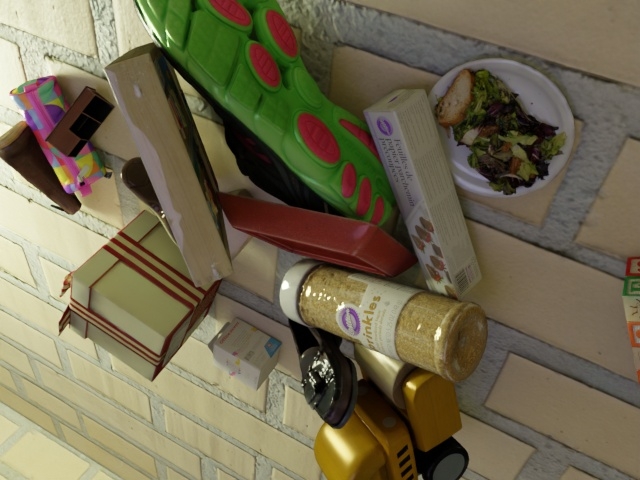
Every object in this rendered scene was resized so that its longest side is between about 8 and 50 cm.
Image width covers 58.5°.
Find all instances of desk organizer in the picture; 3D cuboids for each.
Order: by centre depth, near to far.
[{"bbox_3d":[-0.452,-0.222,1.078,0.050,0.047,0.130,39,94,-5],"label":"desk organizer"}]

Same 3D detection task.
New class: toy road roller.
[{"bbox_3d":[0.105,0.325,1.025,0.202,0.240,0.330,37,146,56],"label":"toy road roller"}]

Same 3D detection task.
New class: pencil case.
[{"bbox_3d":[-0.521,-0.209,1.150,0.104,0.104,0.236,-1,124,34],"label":"pencil case"}]

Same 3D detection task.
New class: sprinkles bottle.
[{"bbox_3d":[0.089,0.118,0.935,0.355,0.121,0.121,13,132,44],"label":"sprinkles bottle"}]

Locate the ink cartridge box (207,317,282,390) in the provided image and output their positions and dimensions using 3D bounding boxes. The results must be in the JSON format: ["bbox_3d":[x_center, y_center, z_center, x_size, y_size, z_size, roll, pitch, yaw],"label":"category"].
[{"bbox_3d":[-0.176,0.254,1.304,0.143,0.092,0.090,28,136,14],"label":"ink cartridge box"}]

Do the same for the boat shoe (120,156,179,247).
[{"bbox_3d":[-0.280,-0.060,1.133,0.257,0.095,0.095,51,172,-8],"label":"boat shoe"}]

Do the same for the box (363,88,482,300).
[{"bbox_3d":[0.155,-0.057,0.827,0.063,0.067,0.324,16,139,51],"label":"box"}]

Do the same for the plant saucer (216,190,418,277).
[{"bbox_3d":[0.000,0.000,0.892,0.258,0.048,0.259,13,173,25],"label":"plant saucer"}]

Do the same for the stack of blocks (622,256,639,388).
[{"bbox_3d":[0.522,0.163,0.764,0.171,0.087,0.297,-4,122,36],"label":"stack of blocks"}]

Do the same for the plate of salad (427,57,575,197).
[{"bbox_3d":[0.224,-0.137,0.747,0.199,0.048,0.200,18,132,21],"label":"plate of salad"}]

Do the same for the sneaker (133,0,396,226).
[{"bbox_3d":[-0.089,-0.176,0.796,0.202,0.185,0.483,-12,128,47],"label":"sneaker"}]

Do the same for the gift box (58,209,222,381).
[{"bbox_3d":[-0.396,0.129,1.234,0.258,0.255,0.276,35,133,2],"label":"gift box"}]

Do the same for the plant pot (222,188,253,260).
[{"bbox_3d":[-0.164,-0.033,1.057,0.096,0.109,0.109,-32,104,34],"label":"plant pot"}]

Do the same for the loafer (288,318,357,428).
[{"bbox_3d":[-0.010,0.218,1.024,0.095,0.302,0.109,27,105,-15],"label":"loafer"}]

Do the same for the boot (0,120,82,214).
[{"bbox_3d":[-0.584,-0.144,1.212,0.207,0.090,0.248,51,166,-18],"label":"boot"}]

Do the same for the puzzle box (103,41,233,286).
[{"bbox_3d":[-0.204,-0.137,0.815,0.052,0.409,0.272,-19,115,-5],"label":"puzzle box"}]
